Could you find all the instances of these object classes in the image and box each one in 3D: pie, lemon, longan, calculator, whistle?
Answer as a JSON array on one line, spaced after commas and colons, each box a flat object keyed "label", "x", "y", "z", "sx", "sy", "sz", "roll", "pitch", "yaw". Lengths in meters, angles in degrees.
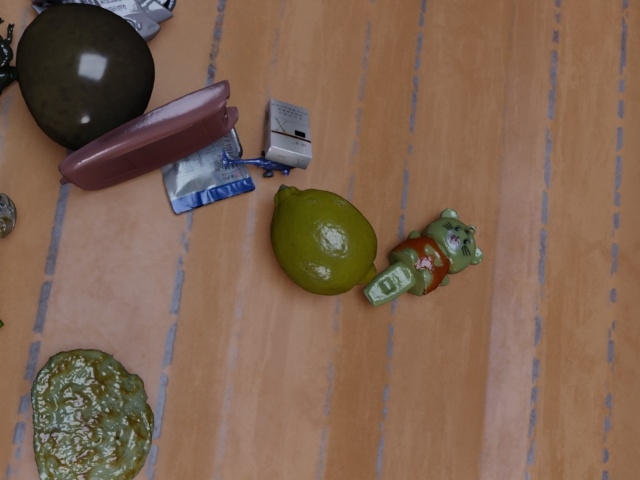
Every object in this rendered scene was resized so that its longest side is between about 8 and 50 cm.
[{"label": "pie", "x": -0.384, "y": 0.305, "z": 1.300, "sx": 0.201, "sy": 0.090, "sz": 0.248, "roll": -2, "pitch": 82, "yaw": -31}, {"label": "lemon", "x": 0.000, "y": 0.000, "z": 1.439, "sx": 0.248, "sy": 0.184, "sz": 0.184, "roll": 43, "pitch": 70, "yaw": -4}, {"label": "longan", "x": -0.400, "y": -0.281, "z": 1.301, "sx": 0.215, "sy": 0.246, "sz": 0.246, "roll": 41, "pitch": 62, "yaw": -58}, {"label": "calculator", "x": -0.291, "y": -0.164, "z": 1.320, "sx": 0.329, "sy": 0.220, "sz": 0.048, "roll": -25, "pitch": 85, "yaw": -3}, {"label": "whistle", "x": 0.208, "y": 0.042, "z": 1.550, "sx": 0.288, "sy": 0.106, "sz": 0.131, "roll": -31, "pitch": 86, "yaw": -22}]

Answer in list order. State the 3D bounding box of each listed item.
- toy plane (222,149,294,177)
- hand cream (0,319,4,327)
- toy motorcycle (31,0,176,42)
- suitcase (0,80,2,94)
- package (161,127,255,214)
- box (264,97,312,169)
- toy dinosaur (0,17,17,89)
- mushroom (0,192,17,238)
[{"label": "toy plane", "x": -0.112, "y": -0.152, "z": 1.479, "sx": 0.167, "sy": 0.062, "sz": 0.054, "roll": -2, "pitch": 83, "yaw": -26}, {"label": "hand cream", "x": -0.645, "y": 0.205, "z": 1.248, "sx": 0.275, "sy": 0.050, "sz": 0.079, "roll": -40, "pitch": 69, "yaw": -17}, {"label": "toy motorcycle", "x": -0.396, "y": -0.413, "z": 1.404, "sx": 0.260, "sy": 0.110, "sz": 0.171, "roll": 4, "pitch": 94, "yaw": -14}, {"label": "suitcase", "x": -0.668, "y": -0.328, "z": 1.239, "sx": 0.202, "sy": 0.128, "sz": 0.312, "roll": -25, "pitch": 92, "yaw": 7}, {"label": "package", "x": -0.226, "y": -0.152, "z": 1.464, "sx": 0.171, "sy": 0.027, "sz": 0.173, "roll": -19, "pitch": 91, "yaw": -25}, {"label": "box", "x": -0.064, "y": -0.206, "z": 1.484, "sx": 0.084, "sy": 0.040, "sz": 0.154, "roll": 16, "pitch": 41, "yaw": -19}, {"label": "toy dinosaur", "x": -0.602, "y": -0.306, "z": 1.354, "sx": 0.178, "sy": 0.087, "sz": 0.187, "roll": -25, "pitch": 73, "yaw": 14}, {"label": "mushroom", "x": -0.607, "y": -0.004, "z": 1.272, "sx": 0.223, "sy": 0.081, "sz": 0.092, "roll": -38, "pitch": 73, "yaw": -24}]
